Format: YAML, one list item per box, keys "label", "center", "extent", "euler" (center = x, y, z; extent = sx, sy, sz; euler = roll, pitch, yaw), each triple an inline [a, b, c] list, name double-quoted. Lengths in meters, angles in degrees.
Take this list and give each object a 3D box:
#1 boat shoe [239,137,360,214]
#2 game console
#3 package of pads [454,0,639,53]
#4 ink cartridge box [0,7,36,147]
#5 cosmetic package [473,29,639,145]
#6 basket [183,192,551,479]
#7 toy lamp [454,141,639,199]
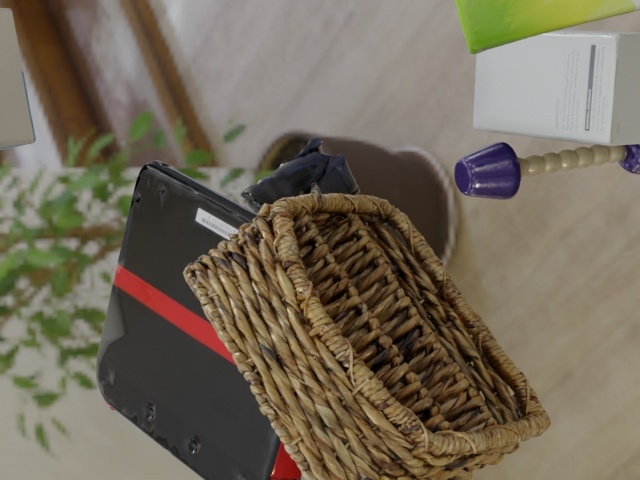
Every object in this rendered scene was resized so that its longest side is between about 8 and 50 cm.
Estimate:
- label: "boat shoe"
  center: [0.000, 0.000, 2.014]
  extent: [0.127, 0.158, 0.340]
  euler: [38, 161, 30]
- label: "game console"
  center: [-0.135, 0.115, 1.707]
  extent: [0.387, 0.060, 0.341]
  euler: [28, 108, 42]
- label: "package of pads"
  center: [0.227, -0.363, 1.410]
  extent: [0.229, 0.101, 0.296]
  euler: [-12, 111, 19]
- label: "ink cartridge box"
  center: [-0.582, -0.206, 1.944]
  extent: [0.270, 0.197, 0.198]
  euler: [-8, 94, 31]
- label: "cosmetic package"
  center: [0.350, -0.197, 1.738]
  extent: [0.225, 0.224, 0.138]
  euler: [14, 106, 48]
- label: "basket"
  center: [0.041, 0.092, 1.273]
  extent: [0.299, 0.223, 0.213]
  euler: [57, 180, 24]
- label: "toy lamp"
  center: [0.306, -0.101, 1.807]
  extent: [0.080, 0.275, 0.080]
  euler: [172, 90, -68]
